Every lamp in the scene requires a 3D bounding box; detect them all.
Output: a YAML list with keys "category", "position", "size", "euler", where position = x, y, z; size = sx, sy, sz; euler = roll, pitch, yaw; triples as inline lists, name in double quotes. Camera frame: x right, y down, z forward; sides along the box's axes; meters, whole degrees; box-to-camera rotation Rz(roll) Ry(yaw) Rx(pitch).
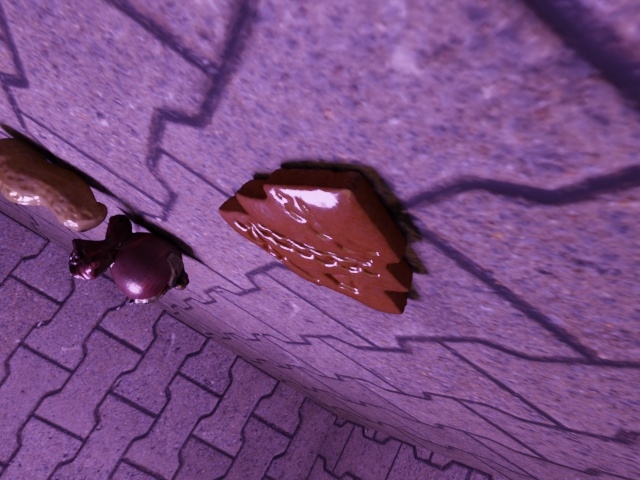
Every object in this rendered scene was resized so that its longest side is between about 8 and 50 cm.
- category: "lamp"
  position: [-0.403, 0.059, 1.061]
  size: [0.223, 0.215, 0.151]
  euler: [21, 115, -2]

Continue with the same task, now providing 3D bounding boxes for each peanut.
- category: "peanut"
  position: [-0.552, -0.109, 0.982]
  size: [0.263, 0.117, 0.101]
  euler: [30, 179, -7]

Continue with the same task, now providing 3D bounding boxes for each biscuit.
- category: "biscuit"
  position: [0.000, 0.000, 0.580]
  size: [0.284, 0.043, 0.306]
  euler: [29, 160, 2]
